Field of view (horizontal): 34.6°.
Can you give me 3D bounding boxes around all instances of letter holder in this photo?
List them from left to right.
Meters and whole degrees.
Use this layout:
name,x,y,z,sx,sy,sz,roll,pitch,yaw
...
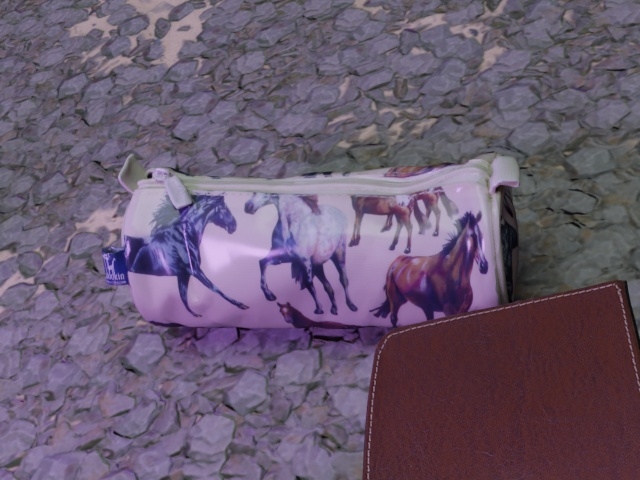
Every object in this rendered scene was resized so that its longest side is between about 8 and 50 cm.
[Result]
name,x,y,z,sx,sy,sz,roll,pitch,yaw
letter holder,0.151,0.208,0.750,0.214,0.152,0.302,-13,44,15

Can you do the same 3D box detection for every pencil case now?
name,x,y,z,sx,sy,sz,roll,pitch,yaw
pencil case,0.000,0.000,0.994,0.410,0.184,0.160,-2,47,22
